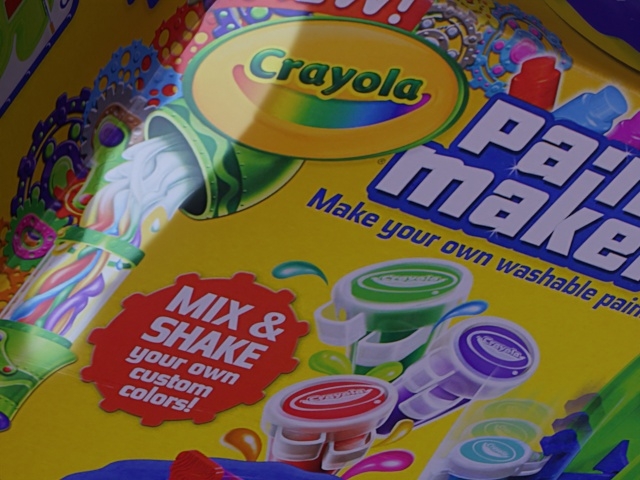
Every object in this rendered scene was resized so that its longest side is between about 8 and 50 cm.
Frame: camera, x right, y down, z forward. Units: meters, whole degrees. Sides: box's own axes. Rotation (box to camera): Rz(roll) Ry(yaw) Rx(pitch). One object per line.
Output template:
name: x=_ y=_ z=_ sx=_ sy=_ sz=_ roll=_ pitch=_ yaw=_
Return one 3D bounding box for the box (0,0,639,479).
box: x=0.000 y=0.000 z=0.589 sx=0.290 sy=0.177 sz=0.279 roll=18 pitch=126 yaw=-34
